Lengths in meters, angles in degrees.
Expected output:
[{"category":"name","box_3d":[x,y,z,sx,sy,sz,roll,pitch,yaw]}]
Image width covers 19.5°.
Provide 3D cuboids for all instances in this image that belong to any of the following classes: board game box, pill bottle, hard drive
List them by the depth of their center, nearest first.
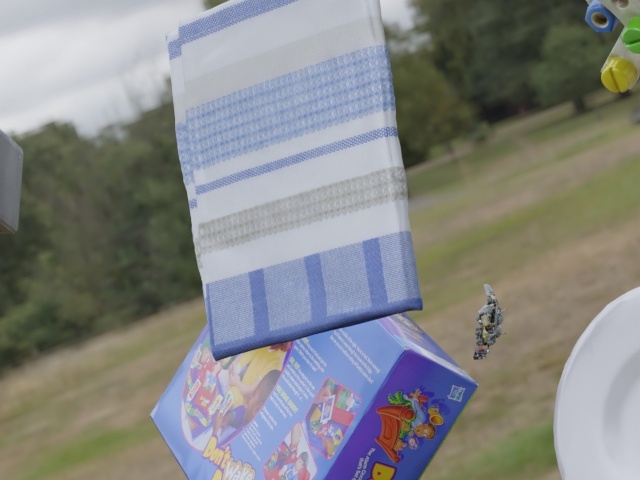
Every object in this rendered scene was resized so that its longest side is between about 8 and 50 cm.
[{"category":"pill bottle","box_3d":[0.378,0.149,1.474,0.224,0.224,0.392,-20,-17,37]},{"category":"board game box","box_3d":[-0.018,0.142,1.630,0.233,0.078,0.347,-58,26,7]},{"category":"hard drive","box_3d":[-0.339,-0.069,1.912,0.022,0.094,0.135,0,-14,10]}]

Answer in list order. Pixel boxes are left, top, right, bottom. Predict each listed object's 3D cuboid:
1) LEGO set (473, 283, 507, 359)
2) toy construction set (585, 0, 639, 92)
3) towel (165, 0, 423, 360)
[{"category":"LEGO set","box_3d":[0.124,0.064,1.342,0.023,0.054,0.083,5,23,3]},{"category":"toy construction set","box_3d":[0.324,-0.285,1.653,0.327,0.215,0.151,-33,15,37]},{"category":"towel","box_3d":[-0.023,-0.063,1.437,0.209,0.285,0.034,-17,-15,35]}]
